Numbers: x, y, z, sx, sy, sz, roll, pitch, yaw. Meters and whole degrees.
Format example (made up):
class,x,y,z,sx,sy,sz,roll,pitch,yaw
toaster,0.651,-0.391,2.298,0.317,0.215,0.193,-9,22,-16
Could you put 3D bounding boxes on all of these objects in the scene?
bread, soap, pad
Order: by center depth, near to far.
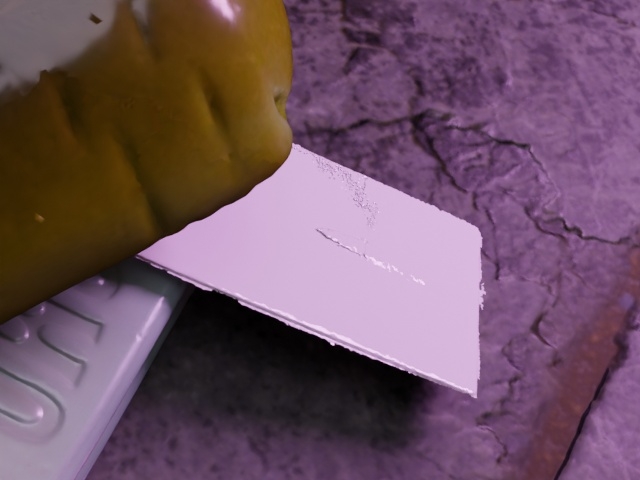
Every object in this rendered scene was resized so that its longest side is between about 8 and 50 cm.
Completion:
class,x,y,z,sx,sy,sz,roll,pitch,yaw
bread,-0.205,-0.075,0.759,0.377,0.208,0.251,-28,53,-14
soap,-0.160,0.062,0.825,0.119,0.066,0.198,28,57,0
pad,0.000,0.000,0.892,0.232,0.004,0.156,24,40,-13
